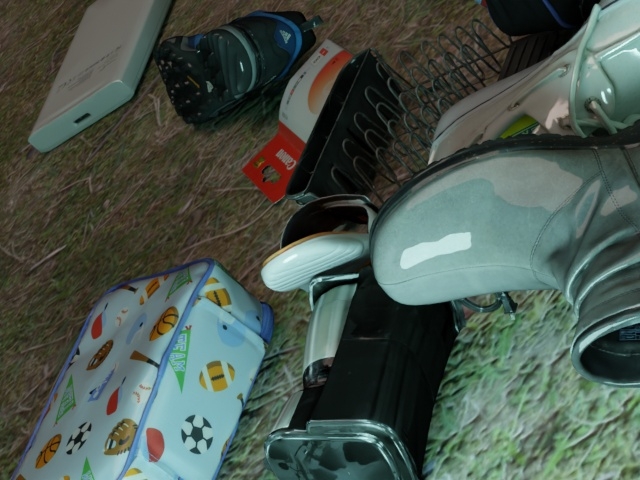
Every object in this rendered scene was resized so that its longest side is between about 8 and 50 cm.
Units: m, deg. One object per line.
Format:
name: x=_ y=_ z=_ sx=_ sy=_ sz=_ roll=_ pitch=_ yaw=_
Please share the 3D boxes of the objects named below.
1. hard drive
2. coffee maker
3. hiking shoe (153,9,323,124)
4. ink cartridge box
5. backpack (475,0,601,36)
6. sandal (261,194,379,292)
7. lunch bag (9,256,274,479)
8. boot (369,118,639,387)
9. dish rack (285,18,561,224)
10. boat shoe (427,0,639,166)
hard drive: x=-0.310 y=-0.279 z=2.635 sx=0.203 sy=0.040 sz=0.307 roll=-28 pitch=32 yaw=35
coffee maker: x=0.051 y=0.111 z=1.440 sx=0.171 sy=0.120 sz=0.178 roll=-26 pitch=33 yaw=36
hiking shoe: x=-0.105 y=-0.213 z=2.194 sx=0.132 sy=0.113 sz=0.304 roll=-23 pitch=11 yaw=-22
ink cartridge box: x=-0.020 y=-0.135 z=1.986 sx=0.179 sy=0.045 sz=0.145 roll=-44 pitch=25 yaw=0
backpack: x=0.230 y=-0.344 z=1.682 sx=0.263 sy=0.276 sz=0.213 roll=-36 pitch=23 yaw=-19
sandal: x=0.009 y=-0.005 z=1.568 sx=0.102 sy=0.076 sz=0.265 roll=-27 pitch=-11 yaw=13
lunch bag: x=-0.177 y=0.160 z=1.730 sx=0.243 sy=0.115 sz=0.303 roll=-20 pitch=37 yaw=48
boot: x=0.184 y=0.019 z=1.302 sx=0.338 sy=0.118 sz=0.222 roll=-20 pitch=34 yaw=20
dish rack: x=0.106 y=-0.126 z=1.746 sx=0.271 sy=0.074 sz=0.208 roll=-20 pitch=38 yaw=43
boat shoe: x=0.216 y=-0.095 z=1.466 sx=0.367 sy=0.136 sz=0.156 roll=-29 pitch=31 yaw=39
